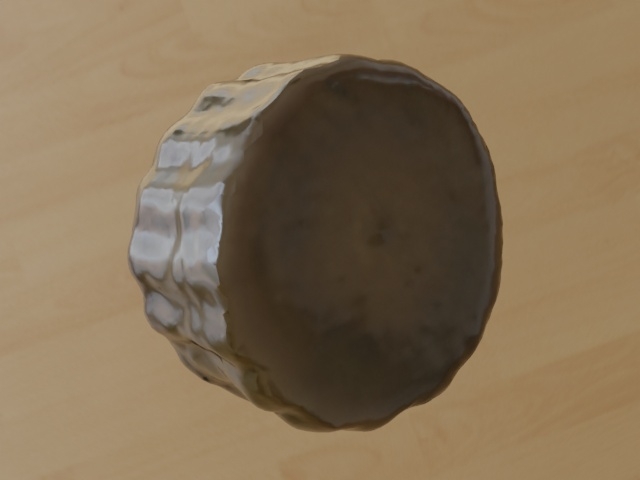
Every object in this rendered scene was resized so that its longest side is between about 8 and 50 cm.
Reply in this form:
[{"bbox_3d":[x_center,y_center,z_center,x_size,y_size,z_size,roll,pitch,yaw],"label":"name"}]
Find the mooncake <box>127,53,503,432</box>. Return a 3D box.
[{"bbox_3d":[0.000,0.000,1.087,0.161,0.290,0.290,11,72,52],"label":"mooncake"}]
